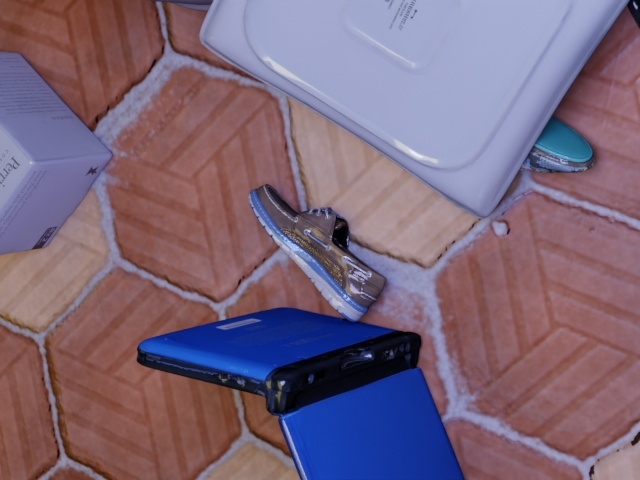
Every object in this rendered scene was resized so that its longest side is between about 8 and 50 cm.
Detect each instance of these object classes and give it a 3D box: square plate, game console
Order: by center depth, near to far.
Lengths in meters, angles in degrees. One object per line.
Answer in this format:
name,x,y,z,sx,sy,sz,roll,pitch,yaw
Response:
square plate,0.080,-0.219,1.514,0.344,0.049,0.347,32,128,3
game console,-0.011,0.182,1.609,0.250,0.293,0.173,11,99,27

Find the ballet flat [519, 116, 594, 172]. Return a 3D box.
ballet flat,0.185,-0.107,1.619,0.188,0.070,0.070,37,110,22

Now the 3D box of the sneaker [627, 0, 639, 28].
sneaker,0.317,-0.295,1.481,0.098,0.135,0.276,-5,91,33

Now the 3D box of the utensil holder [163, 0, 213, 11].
utensil holder,-0.190,-0.397,1.601,0.328,0.385,0.327,2,95,28

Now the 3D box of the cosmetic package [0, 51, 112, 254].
cosmetic package,-0.370,-0.099,1.854,0.183,0.151,0.151,46,114,17

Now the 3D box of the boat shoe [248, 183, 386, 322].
boat shoe,0.000,0.000,1.723,0.066,0.066,0.183,-45,74,9
